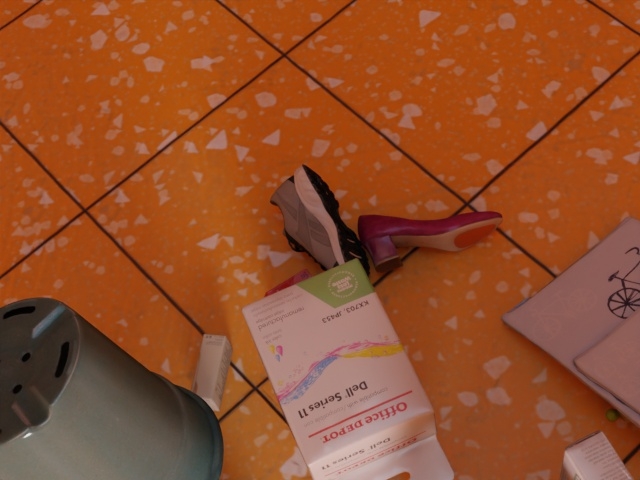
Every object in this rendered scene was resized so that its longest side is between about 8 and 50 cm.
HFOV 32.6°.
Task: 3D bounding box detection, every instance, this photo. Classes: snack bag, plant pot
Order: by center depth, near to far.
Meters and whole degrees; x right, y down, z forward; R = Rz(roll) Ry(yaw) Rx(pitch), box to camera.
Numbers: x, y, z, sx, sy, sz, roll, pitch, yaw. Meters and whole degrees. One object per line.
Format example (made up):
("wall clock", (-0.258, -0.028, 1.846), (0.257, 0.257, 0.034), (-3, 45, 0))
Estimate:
("plant pot", (-0.370, 0.277, 1.604), (0.341, 0.334, 0.341), (-16, 47, 18))
("snack bag", (0.513, 0.110, 1.746), (0.323, 0.037, 0.342), (-37, 44, -14))

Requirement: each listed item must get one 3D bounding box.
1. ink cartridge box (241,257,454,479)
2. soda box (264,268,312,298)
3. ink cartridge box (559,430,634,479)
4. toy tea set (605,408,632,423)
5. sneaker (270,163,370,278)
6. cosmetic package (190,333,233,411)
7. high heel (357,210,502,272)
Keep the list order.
("ink cartridge box", (0.042, 0.227, 1.655), (0.207, 0.119, 0.353), (-24, 61, -5))
("soda box", (0.011, 0.178, 1.805), (0.092, 0.083, 0.263), (-31, 62, -10))
("ink cartridge box", (0.423, 0.453, 1.452), (0.071, 0.324, 0.330), (-26, 61, -7))
("toy tea set", (0.622, 0.248, 1.687), (0.336, 0.124, 0.200), (-26, 31, -3))
("sneaker", (0.000, 0.000, 1.913), (0.108, 0.100, 0.271), (-36, 62, 15))
("cosmetic package", (-0.181, 0.220, 1.821), (0.041, 0.060, 0.115), (4, 60, 12))
("high heel", (0.188, -0.031, 1.909), (0.244, 0.082, 0.117), (-22, 57, 4))
